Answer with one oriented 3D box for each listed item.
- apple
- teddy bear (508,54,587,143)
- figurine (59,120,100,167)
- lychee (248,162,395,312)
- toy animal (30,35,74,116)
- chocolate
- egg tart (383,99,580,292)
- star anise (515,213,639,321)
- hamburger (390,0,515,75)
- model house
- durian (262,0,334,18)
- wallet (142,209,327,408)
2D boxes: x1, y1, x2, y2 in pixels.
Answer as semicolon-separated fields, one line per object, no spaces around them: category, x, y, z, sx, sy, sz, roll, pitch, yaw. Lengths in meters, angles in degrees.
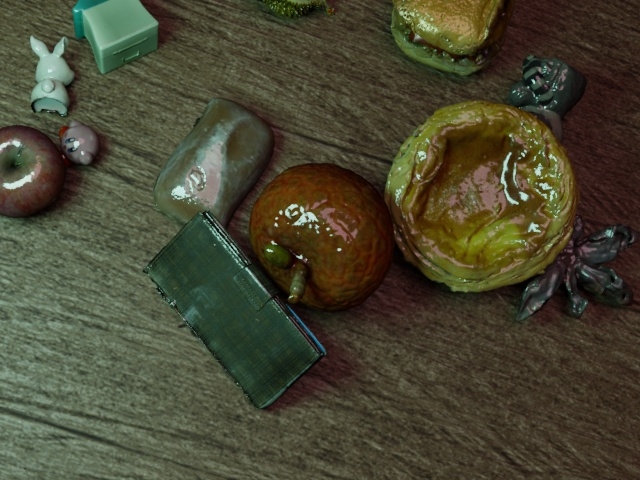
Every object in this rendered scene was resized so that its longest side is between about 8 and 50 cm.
apple;-0.502;-0.112;1.510;0.153;0.120;0.153;1;77;-3
teddy bear;0.398;-0.239;1.707;0.144;0.171;0.251;22;75;17
figurine;-0.417;-0.168;1.571;0.067;0.071;0.083;4;76;-54
lychee;0.000;0.000;1.511;0.255;0.255;0.300;42;54;4
toy animal;-0.476;-0.288;1.597;0.071;0.085;0.124;-1;67;7
chocolate;-0.183;-0.141;1.601;0.161;0.083;0.261;28;69;-3
egg tart;0.281;-0.074;1.616;0.352;0.150;0.352;0;88;-3
star anise;0.469;0.043;1.658;0.258;0.110;0.198;-3;74;-5
hamburger;0.252;-0.440;1.741;0.244;0.163;0.244;1;76;-3
model house;-0.378;-0.401;1.635;0.127;0.100;0.149;-29;83;-18
durian;-0.057;-0.494;1.737;0.208;0.102;0.146;27;70;-26
wallet;-0.144;0.117;1.508;0.169;0.044;0.317;-44;81;21
